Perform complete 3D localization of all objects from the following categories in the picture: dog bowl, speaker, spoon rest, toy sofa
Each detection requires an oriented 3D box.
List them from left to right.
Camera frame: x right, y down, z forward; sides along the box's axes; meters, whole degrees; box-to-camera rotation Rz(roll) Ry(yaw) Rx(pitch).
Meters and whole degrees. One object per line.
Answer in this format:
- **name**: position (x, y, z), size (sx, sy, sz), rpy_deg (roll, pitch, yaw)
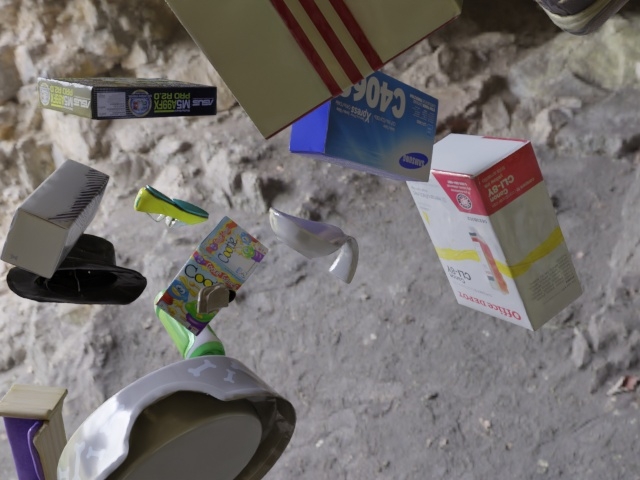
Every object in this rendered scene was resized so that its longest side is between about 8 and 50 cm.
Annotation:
- **toy sofa**: position (-0.719, 0.556, 1.904), size (0.150, 0.362, 0.177), rpy_deg (4, 28, 7)
- **dog bowl**: position (-0.206, 0.303, 1.067), size (0.349, 0.348, 0.102), rpy_deg (-26, 54, -24)
- **speaker**: position (-0.404, 0.272, 2.312), size (0.131, 0.131, 0.296), rpy_deg (-24, 48, -21)
- **spoon rest**: position (0.000, 0.000, 1.368), size (0.137, 0.276, 0.084), rpy_deg (31, 87, 30)

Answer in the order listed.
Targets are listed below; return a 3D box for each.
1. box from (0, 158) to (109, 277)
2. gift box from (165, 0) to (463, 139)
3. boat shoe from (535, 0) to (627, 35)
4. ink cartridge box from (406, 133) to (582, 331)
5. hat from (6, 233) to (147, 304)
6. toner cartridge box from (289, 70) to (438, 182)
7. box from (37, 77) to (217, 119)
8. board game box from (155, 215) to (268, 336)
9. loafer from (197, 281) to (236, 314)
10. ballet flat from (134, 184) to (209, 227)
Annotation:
- **box**: position (-0.478, -0.048, 1.377), size (0.094, 0.113, 0.275), rpy_deg (23, 23, -10)
- **gift box**: position (-0.024, -0.289, 0.753), size (0.255, 0.258, 0.276), rpy_deg (-30, 17, 18)
- **boat shoe**: position (0.255, -0.375, 0.923), size (0.132, 0.130, 0.355), rpy_deg (-49, 32, 16)
- **ink cartridge box**: position (0.370, -0.022, 1.638), size (0.160, 0.384, 0.279), rpy_deg (-34, 22, -17)
- **hat**: position (-0.599, 0.059, 1.874), size (0.332, 0.331, 0.133), rpy_deg (-6, 63, 3)
- **toner cartridge box**: position (0.087, -0.205, 1.314), size (0.075, 0.165, 0.348), rpy_deg (8, 2, 36)
- **box**: position (-0.370, -0.277, 1.455), size (0.216, 0.060, 0.270), rpy_deg (17, 20, 42)
- **board game box**: position (-0.277, 0.094, 1.913), size (0.142, 0.275, 0.144), rpy_deg (39, 40, -4)
- **loafer**: position (-0.227, 0.125, 1.649), size (0.050, 0.056, 0.148), rpy_deg (7, 15, 13)
- **ballet flat**: position (-0.379, -0.073, 1.898), size (0.077, 0.231, 0.077), rpy_deg (38, 98, 34)
